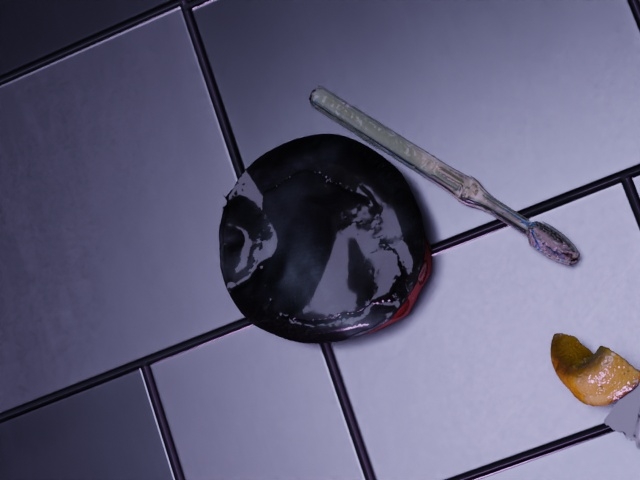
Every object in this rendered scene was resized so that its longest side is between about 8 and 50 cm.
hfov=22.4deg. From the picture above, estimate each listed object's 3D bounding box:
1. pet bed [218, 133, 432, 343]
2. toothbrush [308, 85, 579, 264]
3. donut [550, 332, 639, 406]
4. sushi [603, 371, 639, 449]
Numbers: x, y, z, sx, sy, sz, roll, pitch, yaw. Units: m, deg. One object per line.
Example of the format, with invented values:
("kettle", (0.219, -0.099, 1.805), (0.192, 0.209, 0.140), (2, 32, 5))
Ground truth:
("pet bed", (0.000, 0.000, 1.445), (0.201, 0.053, 0.201), (-2, 82, 15))
("toothbrush", (0.106, -0.060, 1.438), (0.294, 0.028, 0.026), (34, 91, 23))
("donut", (0.224, 0.099, 1.349), (0.067, 0.038, 0.083), (-43, 36, 25))
("sushi", (0.426, 0.131, 1.303), (0.290, 0.050, 0.264), (38, 93, 17))
